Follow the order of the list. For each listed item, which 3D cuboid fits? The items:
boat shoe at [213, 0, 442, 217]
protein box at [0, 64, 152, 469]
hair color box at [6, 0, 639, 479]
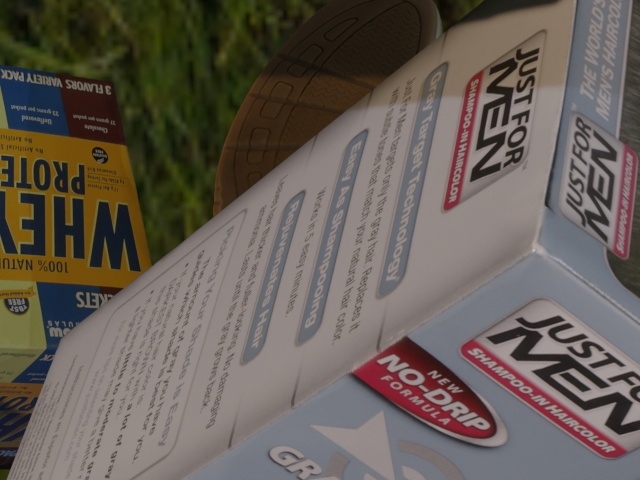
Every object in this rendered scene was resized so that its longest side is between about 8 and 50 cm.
[{"bbox_3d":[0.000,0.000,1.042,0.109,0.302,0.098,13,166,31],"label":"boat shoe"},{"bbox_3d":[-0.222,0.022,1.196,0.136,0.201,0.200,5,150,-38],"label":"protein box"},{"bbox_3d":[0.008,0.054,0.769,0.113,0.185,0.374,36,132,-20],"label":"hair color box"}]
